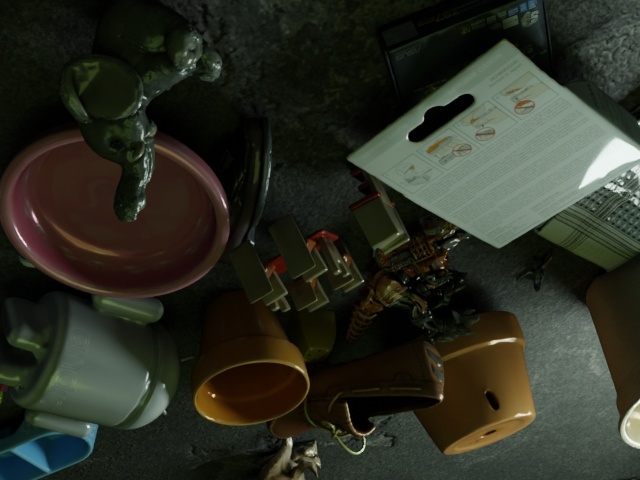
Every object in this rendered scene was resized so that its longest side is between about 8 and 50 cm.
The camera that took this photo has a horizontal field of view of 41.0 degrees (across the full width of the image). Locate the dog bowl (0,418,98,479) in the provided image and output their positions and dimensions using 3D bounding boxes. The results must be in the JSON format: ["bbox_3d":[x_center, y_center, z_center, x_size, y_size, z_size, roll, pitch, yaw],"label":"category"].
[{"bbox_3d":[-0.589,0.418,1.735,0.297,0.074,0.166,-24,138,9],"label":"dog bowl"}]

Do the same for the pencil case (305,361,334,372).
[{"bbox_3d":[-0.068,0.270,1.716,0.209,0.095,0.098,20,97,-32],"label":"pencil case"}]

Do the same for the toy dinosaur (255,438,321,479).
[{"bbox_3d":[-0.099,0.558,2.007,0.200,0.127,0.296,-8,133,2],"label":"toy dinosaur"}]

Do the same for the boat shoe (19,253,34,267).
[{"bbox_3d":[-0.410,0.018,1.367,0.142,0.049,0.040,-2,137,-11],"label":"boat shoe"}]

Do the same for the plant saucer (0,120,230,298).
[{"bbox_3d":[-0.298,-0.053,1.264,0.332,0.084,0.332,-1,134,-1],"label":"plant saucer"}]

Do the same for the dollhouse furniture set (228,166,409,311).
[{"bbox_3d":[0.000,0.000,1.386,0.259,0.135,0.262,-31,164,13],"label":"dollhouse furniture set"}]

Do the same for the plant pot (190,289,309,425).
[{"bbox_3d":[-0.136,0.199,1.542,0.205,0.188,0.205,-8,139,-7],"label":"plant pot"}]

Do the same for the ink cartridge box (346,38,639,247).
[{"bbox_3d":[0.274,-0.154,1.325,0.385,0.091,0.308,26,134,-36],"label":"ink cartridge box"}]

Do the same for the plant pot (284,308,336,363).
[{"bbox_3d":[-0.015,0.190,1.647,0.081,0.083,0.081,6,134,-24],"label":"plant pot"}]

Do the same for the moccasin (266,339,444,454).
[{"bbox_3d":[0.061,0.312,1.610,0.380,0.147,0.139,-19,142,22],"label":"moccasin"}]

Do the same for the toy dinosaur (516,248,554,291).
[{"bbox_3d":[0.435,0.069,1.684,0.090,0.047,0.082,-34,155,6],"label":"toy dinosaur"}]

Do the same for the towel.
[{"bbox_3d":[0.559,-0.083,1.539,0.324,0.056,0.312,26,125,-36],"label":"towel"}]

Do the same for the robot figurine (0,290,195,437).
[{"bbox_3d":[-0.389,0.210,1.469,0.353,0.200,0.300,22,110,-35],"label":"robot figurine"}]

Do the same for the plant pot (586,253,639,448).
[{"bbox_3d":[0.690,0.194,1.694,0.333,0.305,0.334,-8,139,-7],"label":"plant pot"}]

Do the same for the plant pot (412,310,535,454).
[{"bbox_3d":[0.299,0.296,1.715,0.290,0.204,0.291,-17,154,-9],"label":"plant pot"}]

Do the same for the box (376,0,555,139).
[{"bbox_3d":[0.214,-0.261,1.236,0.232,0.059,0.183,-20,140,5],"label":"box"}]

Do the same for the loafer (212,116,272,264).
[{"bbox_3d":[-0.139,-0.064,1.318,0.095,0.109,0.303,2,139,-13],"label":"loafer"}]

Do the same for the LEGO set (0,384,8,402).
[{"bbox_3d":[-0.624,0.261,1.548,0.093,0.087,0.227,13,138,-24],"label":"LEGO set"}]

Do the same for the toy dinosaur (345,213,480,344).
[{"bbox_3d":[0.163,0.075,1.564,0.218,0.164,0.322,31,141,-23],"label":"toy dinosaur"}]

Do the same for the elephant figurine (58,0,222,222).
[{"bbox_3d":[-0.250,-0.181,1.067,0.239,0.186,0.169,-49,153,-3],"label":"elephant figurine"}]
